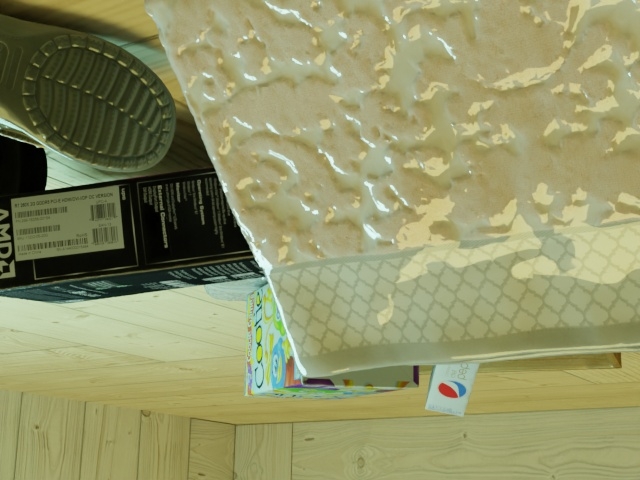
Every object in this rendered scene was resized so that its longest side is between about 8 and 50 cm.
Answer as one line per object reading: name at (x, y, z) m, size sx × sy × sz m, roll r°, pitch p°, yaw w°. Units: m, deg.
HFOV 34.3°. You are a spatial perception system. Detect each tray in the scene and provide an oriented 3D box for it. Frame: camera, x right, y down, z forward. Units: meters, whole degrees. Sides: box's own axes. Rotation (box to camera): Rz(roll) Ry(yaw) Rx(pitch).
tray at (0.313, 0.185, 1.845) m, size 0.411 × 0.076 × 0.203 m, roll -4°, pitch 164°, yaw 20°

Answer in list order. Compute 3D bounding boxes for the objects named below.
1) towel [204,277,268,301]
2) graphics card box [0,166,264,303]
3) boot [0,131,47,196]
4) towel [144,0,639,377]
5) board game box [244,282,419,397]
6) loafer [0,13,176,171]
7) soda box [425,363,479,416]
towel at (-0.028, 0.054, 1.443) m, size 0.282 × 0.049 × 0.187 m, roll 1°, pitch 164°, yaw 0°
graphics card box at (-0.113, -0.007, 1.004) m, size 0.371 × 0.094 × 0.233 m, roll -9°, pitch 174°, yaw 4°
boot at (-0.395, -0.073, 0.928) m, size 0.229 × 0.091 × 0.263 m, roll -3°, pitch 166°, yaw 11°
towel at (0.078, -0.055, 0.671) m, size 0.332 × 0.317 × 0.053 m, roll -8°, pitch -154°, yaw 27°
board game box at (0.005, 0.121, 1.294) m, size 0.144 × 0.142 × 0.275 m, roll 4°, pitch 168°, yaw -17°
loafer at (-0.224, -0.124, 0.773) m, size 0.251 × 0.094 × 0.087 m, roll 22°, pitch 180°, yaw -31°
soda box at (0.224, 0.197, 1.709) m, size 0.069 × 0.074 × 0.216 m, roll 11°, pitch 137°, yaw 4°
